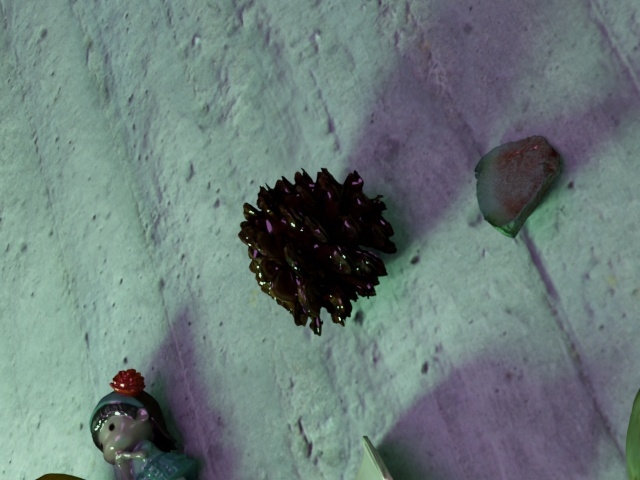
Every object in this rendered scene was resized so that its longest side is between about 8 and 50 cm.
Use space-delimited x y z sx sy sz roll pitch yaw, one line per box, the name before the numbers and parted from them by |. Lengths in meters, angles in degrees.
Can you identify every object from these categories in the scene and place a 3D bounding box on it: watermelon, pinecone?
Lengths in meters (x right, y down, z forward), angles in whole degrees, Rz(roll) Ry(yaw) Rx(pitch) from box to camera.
watermelon | 0.240 -0.060 1.160 0.094 0.081 0.180 -40 21 47
pinecone | 0.000 0.000 1.264 0.221 0.221 0.221 -8 76 37

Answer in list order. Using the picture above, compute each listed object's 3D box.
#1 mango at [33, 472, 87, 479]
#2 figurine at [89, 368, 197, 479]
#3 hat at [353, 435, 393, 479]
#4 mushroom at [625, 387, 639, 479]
mango | -0.394 0.568 1.411 0.300 0.232 0.446 -2 58 2
figurine | -0.263 0.324 1.470 0.138 0.110 0.245 -51 60 16
hat | 0.082 0.374 1.185 0.164 0.226 0.219 26 107 -3
mushroom | 0.428 0.167 0.822 0.352 0.352 0.260 -16 109 35
